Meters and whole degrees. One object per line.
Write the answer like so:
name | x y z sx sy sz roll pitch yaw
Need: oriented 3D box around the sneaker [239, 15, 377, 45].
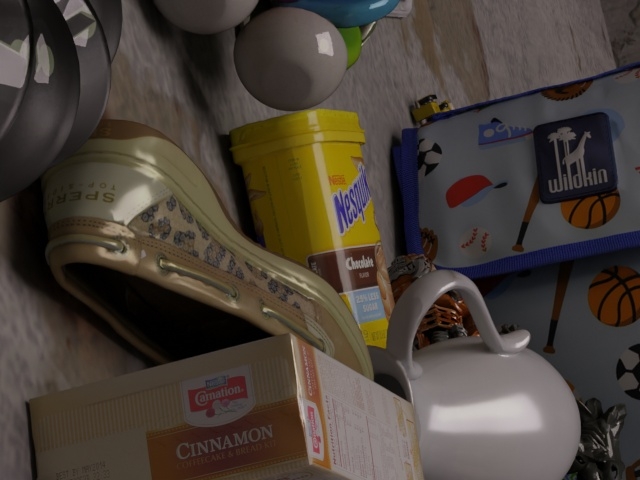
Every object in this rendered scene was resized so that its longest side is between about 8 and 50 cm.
sneaker | 0.007 -0.160 1.475 0.192 0.086 0.064 -34 109 -72

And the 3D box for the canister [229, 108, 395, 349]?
canister | 0.000 0.000 1.349 0.126 0.073 0.170 -7 84 -72

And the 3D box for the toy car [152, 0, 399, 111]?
toy car | -0.021 -0.190 1.282 0.182 0.136 0.159 41 31 -25

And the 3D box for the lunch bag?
lunch bag | 0.257 0.046 1.706 0.239 0.327 0.386 14 64 -75

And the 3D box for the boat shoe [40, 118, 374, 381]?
boat shoe | -0.064 0.046 1.078 0.285 0.104 0.089 44 39 -42

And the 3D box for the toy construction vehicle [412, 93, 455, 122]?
toy construction vehicle | 0.117 -0.099 1.884 0.086 0.035 0.098 64 15 0

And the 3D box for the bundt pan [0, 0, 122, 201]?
bundt pan | -0.183 -0.156 0.808 0.331 0.124 0.331 -14 90 -72

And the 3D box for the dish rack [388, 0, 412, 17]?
dish rack | 0.042 -0.377 1.801 0.285 0.072 0.333 -17 91 -72

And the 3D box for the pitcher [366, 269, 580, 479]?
pitcher | 0.095 0.104 1.313 0.207 0.178 0.125 7 26 -47

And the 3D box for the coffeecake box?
coffeecake box | -0.042 0.113 1.000 0.185 0.142 0.068 36 42 -64

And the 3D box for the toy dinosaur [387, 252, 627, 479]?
toy dinosaur | 0.120 0.159 1.511 0.218 0.164 0.322 41 43 -44
